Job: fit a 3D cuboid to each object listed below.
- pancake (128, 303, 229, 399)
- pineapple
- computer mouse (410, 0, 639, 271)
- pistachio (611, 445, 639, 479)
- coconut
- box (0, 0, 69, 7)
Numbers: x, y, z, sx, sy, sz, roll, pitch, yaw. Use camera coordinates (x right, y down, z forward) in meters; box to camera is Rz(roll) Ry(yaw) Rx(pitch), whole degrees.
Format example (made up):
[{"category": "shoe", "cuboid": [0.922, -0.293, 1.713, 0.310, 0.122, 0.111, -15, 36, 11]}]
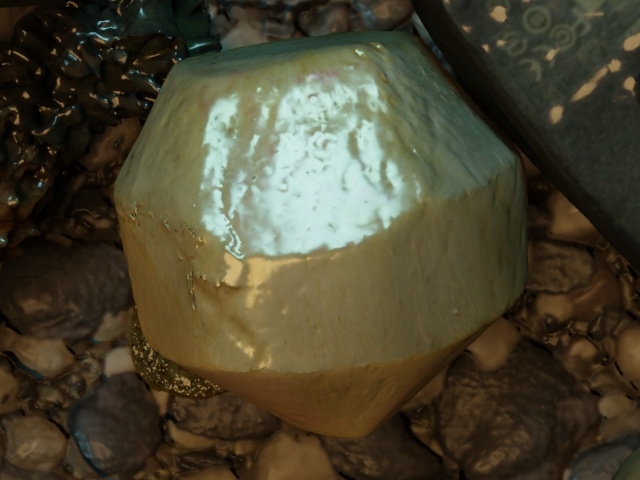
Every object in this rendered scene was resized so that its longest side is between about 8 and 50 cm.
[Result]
[{"category": "pancake", "cuboid": [-0.090, 0.069, 1.112, 0.108, 0.017, 0.108, 4, 105, 15]}, {"category": "pineapple", "cuboid": [-0.235, -0.067, 1.059, 0.362, 0.202, 0.202, -24, 93, 5]}, {"category": "computer mouse", "cuboid": [0.210, -0.101, 0.933, 0.203, 0.114, 0.374, -42, 99, 18]}, {"category": "pistachio", "cuboid": [0.262, 0.156, 0.955, 0.136, 0.136, 0.226, 45, 107, 5]}, {"category": "coconut", "cuboid": [0.000, 0.000, 0.955, 0.259, 0.259, 0.259, 3, 101, 17]}, {"category": "box", "cuboid": [-0.241, -0.289, 0.972, 0.221, 0.166, 0.290, 3, 76, 19]}]
